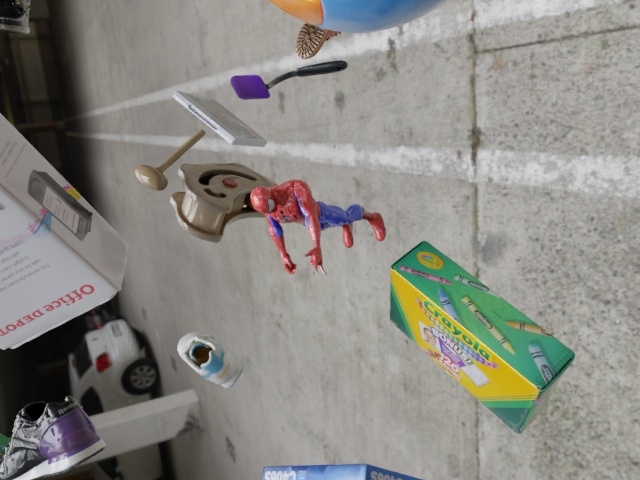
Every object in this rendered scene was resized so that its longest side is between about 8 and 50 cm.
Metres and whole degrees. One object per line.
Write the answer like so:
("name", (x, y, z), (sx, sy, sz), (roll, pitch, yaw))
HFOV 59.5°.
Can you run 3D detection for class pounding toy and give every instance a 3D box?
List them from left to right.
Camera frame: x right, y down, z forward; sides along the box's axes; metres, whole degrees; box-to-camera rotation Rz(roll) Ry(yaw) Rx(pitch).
("pounding toy", (-0.186, -0.103, 1.037), (0.154, 0.270, 0.154), (40, 122, 30))

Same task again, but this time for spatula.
("spatula", (-0.078, -0.394, 1.354), (0.084, 0.297, 0.030), (58, -154, -54))

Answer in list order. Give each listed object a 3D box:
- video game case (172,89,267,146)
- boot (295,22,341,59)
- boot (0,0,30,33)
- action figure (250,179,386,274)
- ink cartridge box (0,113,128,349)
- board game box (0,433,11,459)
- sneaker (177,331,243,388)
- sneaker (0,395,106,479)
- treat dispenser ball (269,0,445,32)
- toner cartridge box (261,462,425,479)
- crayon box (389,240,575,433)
("video game case", (-0.235, -0.289, 1.348), (0.183, 0.201, 0.023), (39, 105, 7))
("boot", (0.012, -0.427, 1.139), (0.059, 0.085, 0.158), (33, 93, 27))
("boot", (-0.633, -0.520, 1.128), (0.236, 0.085, 0.178), (-127, 43, -52))
("action figure", (0.000, 0.000, 0.770), (0.092, 0.280, 0.139), (-15, 71, 30))
("ink cartridge box", (-0.462, -0.013, 0.787), (0.306, 0.226, 0.131), (57, -167, -38))
("board game box", (-0.948, 0.516, 1.387), (0.213, 0.317, 0.046), (49, -156, -26))
("sneaker", (-0.260, 0.245, 1.237), (0.229, 0.087, 0.092), (11, 154, 51))
("sneaker", (-0.495, 0.347, 0.991), (0.283, 0.107, 0.124), (-26, 88, 28))
("treat dispenser ball", (0.036, -0.341, 0.507), (0.288, 0.288, 0.288), (170, 90, -68))
("toner cartridge box", (0.034, 0.524, 1.174), (0.348, 0.165, 0.075), (-27, 46, 47))
("crayon box", (0.231, 0.145, 0.863), (0.278, 0.081, 0.165), (41, 156, 31))
